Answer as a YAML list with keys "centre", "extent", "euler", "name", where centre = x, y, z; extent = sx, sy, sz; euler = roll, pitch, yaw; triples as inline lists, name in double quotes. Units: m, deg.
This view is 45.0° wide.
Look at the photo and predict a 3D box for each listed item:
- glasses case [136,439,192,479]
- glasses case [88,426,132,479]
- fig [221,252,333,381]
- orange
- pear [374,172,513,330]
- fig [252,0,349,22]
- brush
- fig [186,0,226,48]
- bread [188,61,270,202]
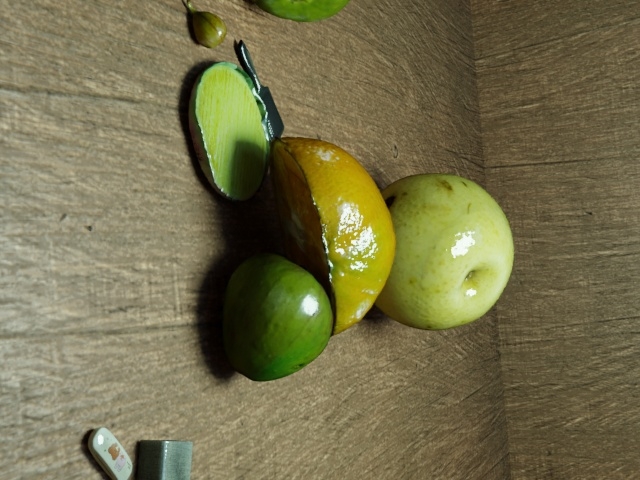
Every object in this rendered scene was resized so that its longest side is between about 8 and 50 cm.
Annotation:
- centre: [-0.205, 0.364, 1.001]
  extent: [0.071, 0.047, 0.204]
  euler: [29, 59, -60]
  name: "glasses case"
- centre: [-0.257, 0.263, 0.944]
  extent: [0.083, 0.021, 0.032]
  euler: [67, 30, -31]
  name: "glasses case"
- centre: [-0.072, 0.121, 1.179]
  extent: [0.191, 0.181, 0.181]
  euler: [-60, 144, -10]
  name: "fig"
- centre: [0.001, 0.000, 1.263]
  extent: [0.274, 0.274, 0.310]
  euler: [11, 99, -62]
  name: "orange"
- centre: [0.235, 0.021, 1.626]
  extent: [0.348, 0.349, 0.348]
  euler: [20, 68, -61]
  name: "pear"
- centre: [-0.025, -0.514, 1.334]
  extent: [0.314, 0.233, 0.233]
  euler: [-73, 146, -46]
  name: "fig"
- centre: [-0.105, -0.259, 1.347]
  extent: [0.193, 0.016, 0.063]
  euler: [66, 31, -33]
  name: "brush"
- centre: [-0.179, -0.337, 1.188]
  extent: [0.083, 0.050, 0.050]
  euler: [54, 37, -21]
  name: "fig"
- centre: [-0.144, -0.173, 1.237]
  extent: [0.228, 0.034, 0.228]
  euler: [-4, 90, -65]
  name: "bread"
